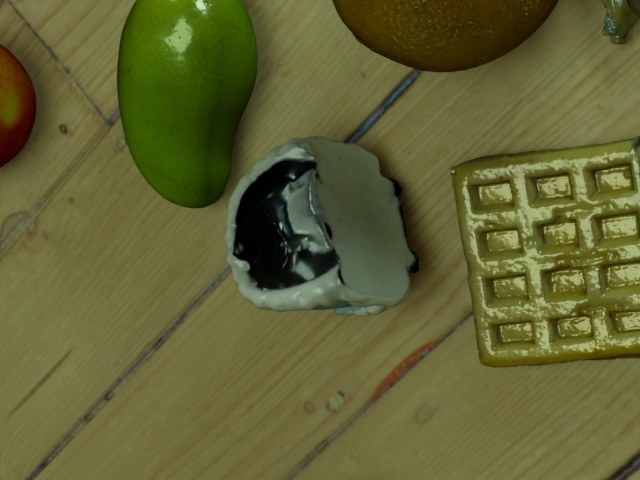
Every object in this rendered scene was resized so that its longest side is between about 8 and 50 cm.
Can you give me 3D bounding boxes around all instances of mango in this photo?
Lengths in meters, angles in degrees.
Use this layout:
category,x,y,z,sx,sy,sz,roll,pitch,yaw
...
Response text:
category,x,y,z,sx,sy,sz,roll,pitch,yaw
mango,-0.164,-0.183,1.709,0.175,0.143,0.293,12,113,19

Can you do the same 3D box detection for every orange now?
category,x,y,z,sx,sy,sz,roll,pitch,yaw
orange,0.132,-0.308,1.462,0.274,0.274,0.274,4,99,27

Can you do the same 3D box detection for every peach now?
category,x,y,z,sx,sy,sz,roll,pitch,yaw
peach,-0.483,-0.175,1.820,0.196,0.226,0.190,-28,81,28

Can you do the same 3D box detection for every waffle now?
category,x,y,z,sx,sy,sz,roll,pitch,yaw
waffle,0.267,0.019,1.557,0.221,0.055,0.248,-8,95,26

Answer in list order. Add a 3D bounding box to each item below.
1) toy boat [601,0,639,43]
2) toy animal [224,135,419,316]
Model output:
category,x,y,z,sx,sy,sz,roll,pitch,yaw
toy boat,0.307,-0.283,1.501,0.049,0.047,0.149,-19,86,42
toy animal,0.000,0.000,1.619,0.156,0.204,0.208,-32,63,41
